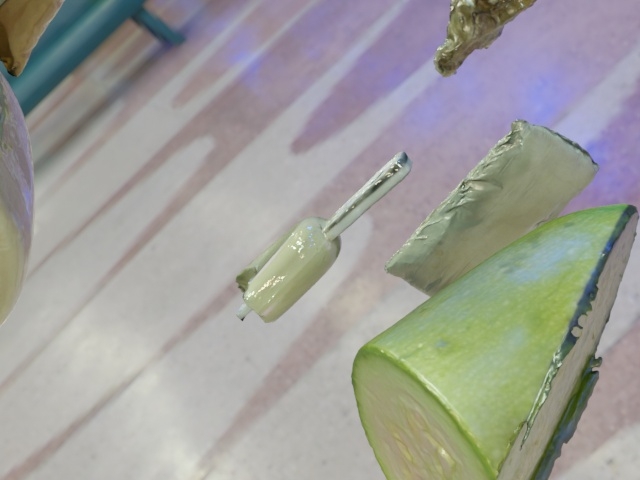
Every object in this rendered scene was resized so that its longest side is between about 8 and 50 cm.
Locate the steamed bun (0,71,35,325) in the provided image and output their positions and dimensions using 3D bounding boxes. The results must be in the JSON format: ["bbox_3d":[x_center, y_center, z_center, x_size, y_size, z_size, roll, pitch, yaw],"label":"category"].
[{"bbox_3d":[-0.518,-0.109,1.821,0.290,0.456,0.371,-22,41,13],"label":"steamed bun"}]

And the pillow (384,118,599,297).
[{"bbox_3d":[0.174,-0.023,1.486,0.229,0.128,0.051,-50,36,27],"label":"pillow"}]

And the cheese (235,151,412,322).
[{"bbox_3d":[-0.001,-0.001,1.387,0.235,0.050,0.127,-42,7,17],"label":"cheese"}]

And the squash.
[{"bbox_3d":[0.201,0.108,1.268,0.309,0.233,0.210,-27,53,-21],"label":"squash"}]

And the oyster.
[{"bbox_3d":[0.231,-0.363,1.695,0.204,0.111,0.396,-33,31,41],"label":"oyster"}]

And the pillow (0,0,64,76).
[{"bbox_3d":[-0.379,-0.391,1.691,0.312,0.310,0.119,-47,32,12],"label":"pillow"}]
